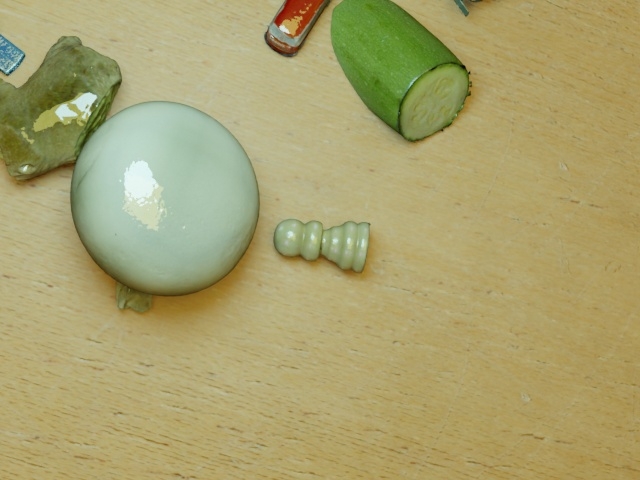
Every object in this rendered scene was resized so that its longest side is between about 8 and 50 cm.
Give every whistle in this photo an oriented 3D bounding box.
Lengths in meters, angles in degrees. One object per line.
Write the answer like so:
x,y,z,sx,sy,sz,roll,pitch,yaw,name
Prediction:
-0.590,-0.360,1.507,0.158,0.090,0.090,37,80,-5,whistle

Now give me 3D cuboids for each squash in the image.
0.141,-0.334,1.671,0.189,0.189,0.260,-35,56,-11,squash

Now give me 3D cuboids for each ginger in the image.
-0.471,-0.234,1.497,0.221,0.130,0.276,19,76,1,ginger

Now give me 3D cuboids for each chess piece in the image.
0.000,0.000,1.586,0.170,0.094,0.094,10,83,-2,chess piece

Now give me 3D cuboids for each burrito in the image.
-0.333,0.014,1.530,0.086,0.060,0.226,-4,84,-19,burrito

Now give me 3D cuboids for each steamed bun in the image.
-0.248,-0.071,1.441,0.324,0.206,0.324,8,74,-30,steamed bun

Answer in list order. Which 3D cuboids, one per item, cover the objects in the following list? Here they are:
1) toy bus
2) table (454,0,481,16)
-0.035,-0.429,1.618,0.079,0.077,0.174,32,80,-6,toy bus
0.285,-0.535,1.694,0.146,0.062,0.175,-35,91,-11,table
